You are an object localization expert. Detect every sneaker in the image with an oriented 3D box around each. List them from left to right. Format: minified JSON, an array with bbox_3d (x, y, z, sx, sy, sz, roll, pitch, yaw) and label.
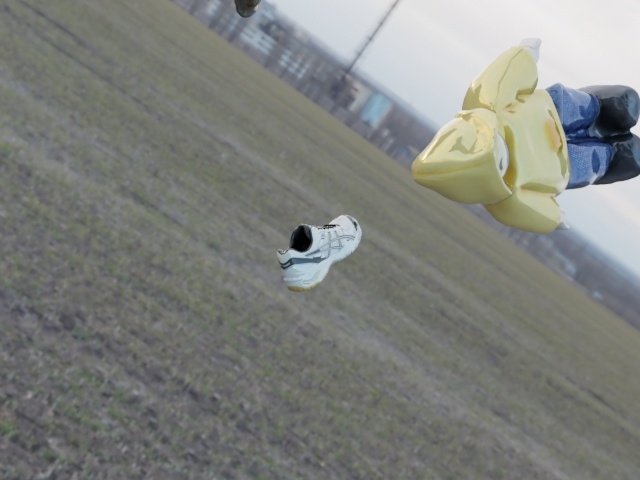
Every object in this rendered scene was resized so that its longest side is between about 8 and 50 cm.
[{"bbox_3d":[0.000,0.000,0.688,0.083,0.032,0.037,-48,122,-44],"label":"sneaker"}]

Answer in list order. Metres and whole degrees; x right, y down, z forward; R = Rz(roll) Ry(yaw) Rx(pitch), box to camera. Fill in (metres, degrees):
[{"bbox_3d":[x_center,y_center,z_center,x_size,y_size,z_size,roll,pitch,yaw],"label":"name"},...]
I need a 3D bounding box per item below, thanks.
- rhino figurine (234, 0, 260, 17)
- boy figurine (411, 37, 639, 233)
[{"bbox_3d":[-0.072,-0.348,0.936,0.073,0.243,0.106,1,-12,-30],"label":"rhino figurine"},{"bbox_3d":[0.185,-0.092,0.866,0.092,0.177,0.285,-3,5,42],"label":"boy figurine"}]
